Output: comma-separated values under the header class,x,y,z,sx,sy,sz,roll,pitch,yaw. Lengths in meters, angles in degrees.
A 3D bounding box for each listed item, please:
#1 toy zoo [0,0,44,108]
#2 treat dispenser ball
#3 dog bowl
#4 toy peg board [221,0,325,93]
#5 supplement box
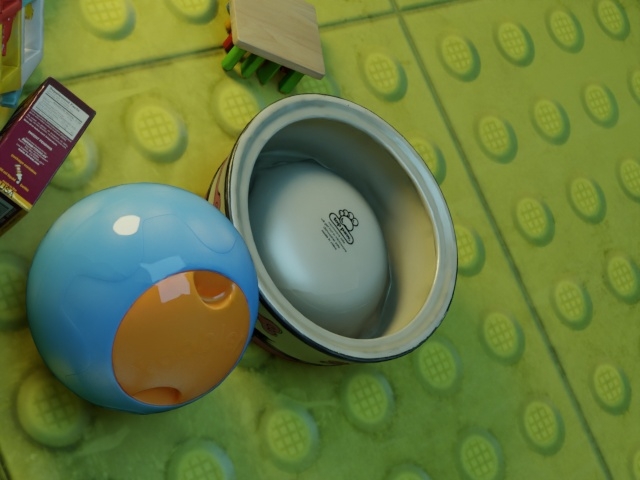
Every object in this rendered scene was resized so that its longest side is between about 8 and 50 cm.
class,x,y,z,sx,sy,sz,roll,pitch,yaw
toy zoo,-0.398,-0.311,1.701,0.030,0.293,0.192,7,22,3
treat dispenser ball,-0.220,0.071,1.639,0.288,0.288,0.288,16,62,-32
dog bowl,0.000,0.000,1.930,0.408,0.150,0.408,16,61,-31
toy peg board,-0.087,-0.317,2.063,0.161,0.079,0.161,19,45,-31
supplement box,-0.385,-0.110,1.713,0.081,0.104,0.188,39,52,-18
